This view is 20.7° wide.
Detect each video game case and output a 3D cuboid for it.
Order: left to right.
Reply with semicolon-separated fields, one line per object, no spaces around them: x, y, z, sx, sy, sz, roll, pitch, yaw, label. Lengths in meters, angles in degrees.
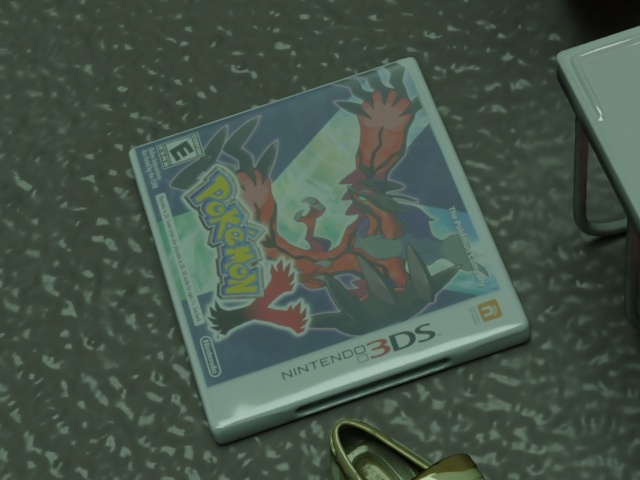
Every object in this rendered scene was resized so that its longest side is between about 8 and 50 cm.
0.000;0.000;1.001;0.183;0.023;0.201;-19;57;-2;video game case

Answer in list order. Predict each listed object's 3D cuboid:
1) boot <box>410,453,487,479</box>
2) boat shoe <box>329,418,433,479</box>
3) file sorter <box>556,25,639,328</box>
0.038;0.227;0.819;0.213;0.077;0.165;-42;74;2;boot
0.063;0.146;0.883;0.056;0.048;0.153;-41;61;-16;boat shoe
0.256;0.032;0.849;0.193;0.173;0.277;-19;58;-4;file sorter
